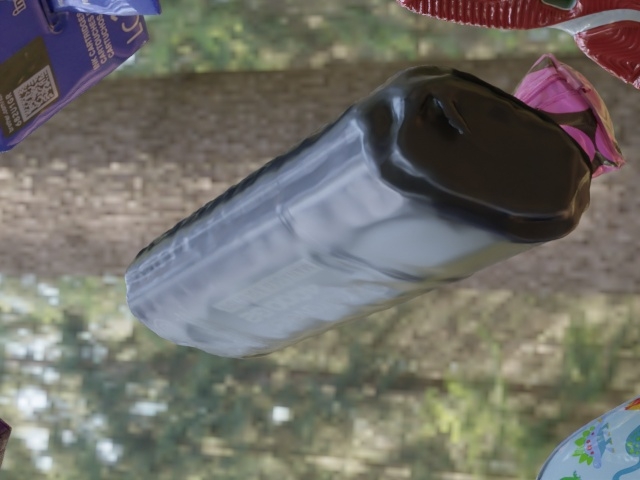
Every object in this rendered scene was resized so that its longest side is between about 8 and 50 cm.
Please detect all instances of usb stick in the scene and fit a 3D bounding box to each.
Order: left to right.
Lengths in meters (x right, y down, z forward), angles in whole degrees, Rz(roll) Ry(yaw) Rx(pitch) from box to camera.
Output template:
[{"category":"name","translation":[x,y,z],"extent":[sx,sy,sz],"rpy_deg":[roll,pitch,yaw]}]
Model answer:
[{"category":"usb stick","translation":[0.000,0.000,0.647],"extent":[0.077,0.278,0.045],"rpy_deg":[19,-108,-17]}]

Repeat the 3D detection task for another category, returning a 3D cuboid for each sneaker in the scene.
[{"category":"sneaker","translation":[0.135,-0.146,0.833],"extent":[0.087,0.221,0.128],"rpy_deg":[128,157,-55]}]

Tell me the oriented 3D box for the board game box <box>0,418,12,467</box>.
[{"category":"board game box","translation":[-0.306,0.063,0.906],"extent":[0.056,0.347,0.208],"rpy_deg":[-39,-21,-41]}]

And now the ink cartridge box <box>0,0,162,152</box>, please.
[{"category":"ink cartridge box","translation":[-0.275,-0.238,1.219],"extent":[0.151,0.395,0.270],"rpy_deg":[-41,-35,-23]}]

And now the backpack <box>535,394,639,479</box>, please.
[{"category":"backpack","translation":[0.125,0.114,0.697],"extent":[0.084,0.114,0.105],"rpy_deg":[33,-150,-40]}]

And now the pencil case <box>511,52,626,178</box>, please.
[{"category":"pencil case","translation":[0.078,-0.042,1.142],"extent":[0.098,0.209,0.095],"rpy_deg":[59,-174,-46]}]
